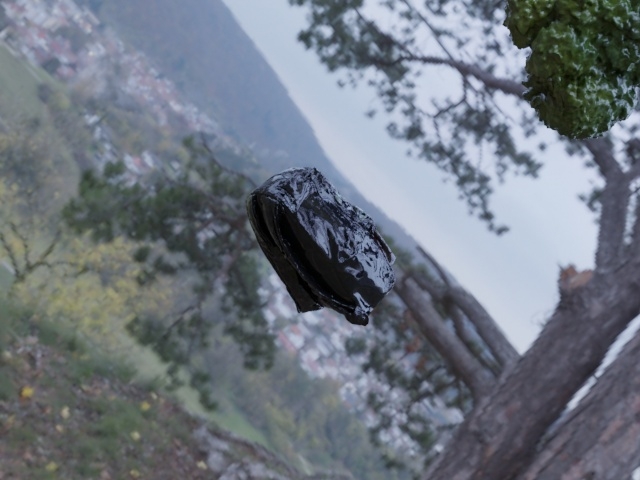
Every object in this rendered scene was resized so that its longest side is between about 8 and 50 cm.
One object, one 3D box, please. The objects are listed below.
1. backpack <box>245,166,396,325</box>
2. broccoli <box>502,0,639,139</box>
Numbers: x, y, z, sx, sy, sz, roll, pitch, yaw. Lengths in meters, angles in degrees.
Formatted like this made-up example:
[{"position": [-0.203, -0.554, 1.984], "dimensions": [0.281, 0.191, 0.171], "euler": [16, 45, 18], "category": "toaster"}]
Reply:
[{"position": [0.001, -0.001, 0.918], "dimensions": [0.120, 0.106, 0.165], "euler": [11, -45, 54], "category": "backpack"}, {"position": [0.285, -0.286, 1.014], "dimensions": [0.254, 0.186, 0.302], "euler": [105, -26, -48], "category": "broccoli"}]
